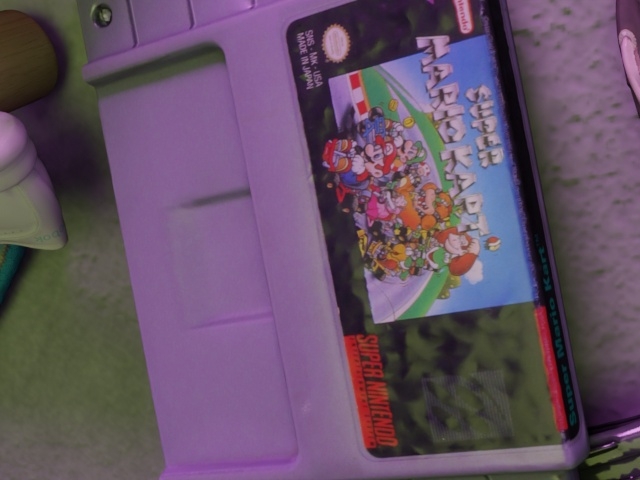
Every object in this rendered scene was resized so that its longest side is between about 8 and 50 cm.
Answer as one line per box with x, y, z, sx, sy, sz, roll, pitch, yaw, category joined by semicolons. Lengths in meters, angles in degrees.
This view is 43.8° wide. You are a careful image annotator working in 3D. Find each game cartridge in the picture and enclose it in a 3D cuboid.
0.000;0.000;0.414;0.230;0.068;0.355;-11;89;28;game cartridge

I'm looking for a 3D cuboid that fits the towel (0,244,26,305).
-0.377;0.024;0.610;0.271;0.040;0.370;39;115;6;towel

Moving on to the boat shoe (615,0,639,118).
0.231;0.005;0.365;0.112;0.095;0.335;-27;101;-11;boat shoe

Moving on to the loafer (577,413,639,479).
0.127;0.120;0.441;0.223;0.076;0.078;-12;81;27;loafer

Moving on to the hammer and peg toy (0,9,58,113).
-0.274;-0.232;0.401;0.265;0.127;0.362;15;127;20;hammer and peg toy

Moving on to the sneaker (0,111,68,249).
-0.247;-0.024;0.489;0.212;0.080;0.094;7;139;28;sneaker
